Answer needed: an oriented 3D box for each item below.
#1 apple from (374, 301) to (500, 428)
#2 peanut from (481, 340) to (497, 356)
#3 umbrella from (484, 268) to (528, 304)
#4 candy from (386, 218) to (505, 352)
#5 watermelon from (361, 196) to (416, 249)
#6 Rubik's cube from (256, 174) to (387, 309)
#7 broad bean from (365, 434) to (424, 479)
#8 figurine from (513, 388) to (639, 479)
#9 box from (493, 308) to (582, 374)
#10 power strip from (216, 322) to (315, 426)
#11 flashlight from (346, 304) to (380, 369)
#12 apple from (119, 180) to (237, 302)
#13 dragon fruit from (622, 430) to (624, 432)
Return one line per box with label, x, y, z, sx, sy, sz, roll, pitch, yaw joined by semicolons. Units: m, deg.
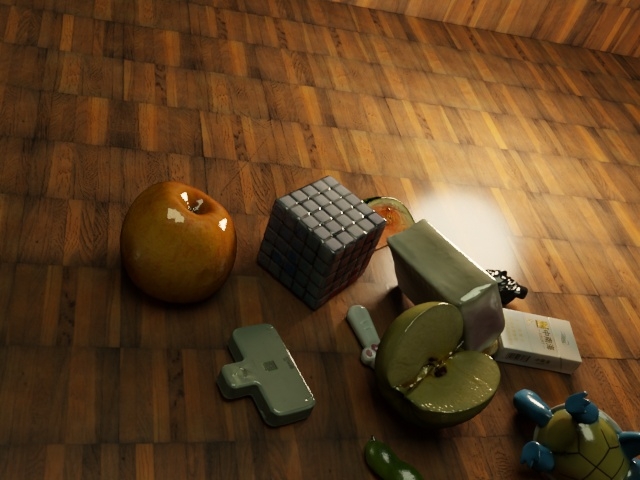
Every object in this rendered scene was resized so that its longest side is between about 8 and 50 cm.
apple;0.264;0.315;1.782;0.257;0.233;0.295;-34;82;-26
peanut;0.419;0.238;2.037;0.087;0.087;0.207;-11;50;-32
umbrella;0.492;0.119;2.185;0.272;0.122;0.110;15;85;-12
candy;0.333;0.117;1.967;0.145;0.208;0.359;-30;42;-13
watermelon;0.158;-0.074;2.227;0.303;0.128;0.159;-20;56;-37
Rubik's cube;0.000;0.000;2.004;0.237;0.237;0.238;40;44;22
broad bean;0.196;0.560;1.612;0.098;0.056;0.318;-26;55;-11
figurine;0.622;0.514;1.755;0.416;0.243;0.298;40;88;24
box;0.604;0.284;2.078;0.242;0.067;0.155;11;44;-11
power strip;-0.148;0.320;1.733;0.193;0.059;0.265;-6;48;-34
flashlight;0.127;0.251;1.931;0.093;0.048;0.200;-4;48;-26
apple;-0.353;-0.002;1.837;0.298;0.275;0.299;15;36;-11
dragon fruit;0.750;0.517;1.903;0.083;0.056;0.060;-4;24;-35
